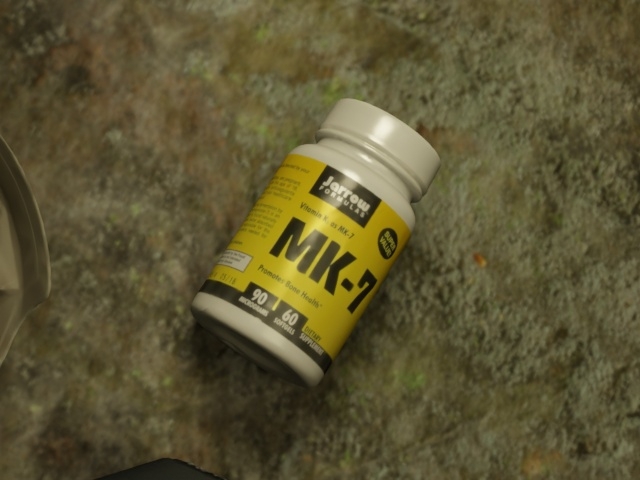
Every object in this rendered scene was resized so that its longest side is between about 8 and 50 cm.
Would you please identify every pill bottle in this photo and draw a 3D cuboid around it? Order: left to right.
[{"bbox_3d":[0.000,0.000,1.422,0.119,0.119,0.208,37,77,-23],"label":"pill bottle"}]

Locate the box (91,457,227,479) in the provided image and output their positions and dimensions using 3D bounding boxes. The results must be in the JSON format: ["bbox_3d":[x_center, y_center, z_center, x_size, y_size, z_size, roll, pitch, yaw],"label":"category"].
[{"bbox_3d":[-0.222,0.454,1.251,0.480,0.297,0.472,-15,98,-24],"label":"box"}]

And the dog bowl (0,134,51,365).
[{"bbox_3d":[-0.368,0.034,1.255,0.348,0.102,0.349,-2,94,-25],"label":"dog bowl"}]
